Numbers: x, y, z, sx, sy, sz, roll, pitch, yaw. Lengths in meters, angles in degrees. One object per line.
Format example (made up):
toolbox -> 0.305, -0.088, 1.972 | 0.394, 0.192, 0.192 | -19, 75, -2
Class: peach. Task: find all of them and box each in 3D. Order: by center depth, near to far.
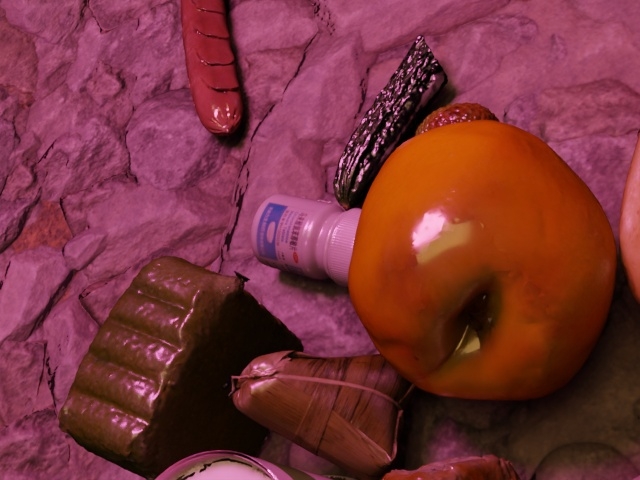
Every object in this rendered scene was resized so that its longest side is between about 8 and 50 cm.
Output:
peach -> 0.175, 0.013, 1.004 | 0.288, 0.289, 0.308 | -18, 26, 18

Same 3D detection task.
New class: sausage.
sausage -> -0.184, -0.328, 1.501 | 0.087, 0.088, 0.433 | -22, 54, 15

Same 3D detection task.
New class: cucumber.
cucumber -> 0.091, -0.159, 1.264 | 0.077, 0.077, 0.265 | 29, 80, 36

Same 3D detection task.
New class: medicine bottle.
medicine bottle -> 0.000, 0.000, 1.200 | 0.168, 0.105, 0.105 | 13, 69, 33

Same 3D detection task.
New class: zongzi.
zongzi -> 0.014, 0.148, 1.048 | 0.204, 0.094, 0.204 | 28, 50, 0

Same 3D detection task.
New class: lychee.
lychee -> 0.181, -0.120, 1.171 | 0.146, 0.114, 0.114 | 11, 67, 53

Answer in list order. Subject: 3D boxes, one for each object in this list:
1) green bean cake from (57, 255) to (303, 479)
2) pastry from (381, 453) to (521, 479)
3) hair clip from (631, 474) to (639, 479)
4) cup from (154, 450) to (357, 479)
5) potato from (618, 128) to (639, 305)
green bean cake -> -0.161, 0.167, 1.096 | 0.156, 0.250, 0.247 | 15, 72, 33
pastry -> 0.126, 0.304, 0.885 | 0.100, 0.229, 0.219 | -19, 40, 50
hair clip -> 0.369, 0.236, 0.923 | 0.137, 0.022, 0.054 | -38, 51, 4
cup -> -0.053, 0.335, 0.928 | 0.253, 0.274, 0.253 | -13, 58, 21
potato -> 0.421, 0.017, 0.901 | 0.285, 0.242, 0.243 | 27, 72, -9
